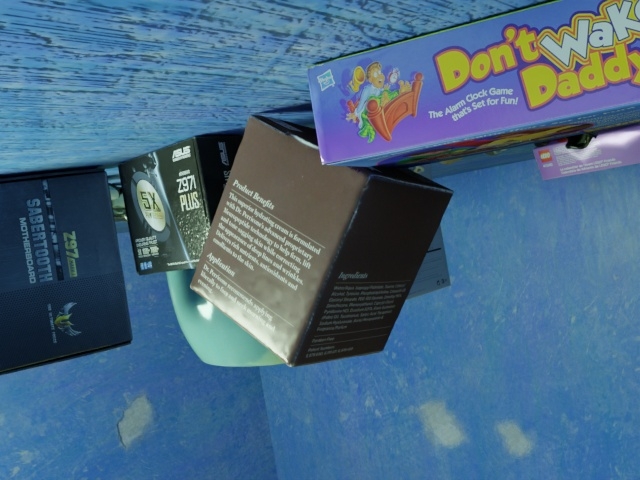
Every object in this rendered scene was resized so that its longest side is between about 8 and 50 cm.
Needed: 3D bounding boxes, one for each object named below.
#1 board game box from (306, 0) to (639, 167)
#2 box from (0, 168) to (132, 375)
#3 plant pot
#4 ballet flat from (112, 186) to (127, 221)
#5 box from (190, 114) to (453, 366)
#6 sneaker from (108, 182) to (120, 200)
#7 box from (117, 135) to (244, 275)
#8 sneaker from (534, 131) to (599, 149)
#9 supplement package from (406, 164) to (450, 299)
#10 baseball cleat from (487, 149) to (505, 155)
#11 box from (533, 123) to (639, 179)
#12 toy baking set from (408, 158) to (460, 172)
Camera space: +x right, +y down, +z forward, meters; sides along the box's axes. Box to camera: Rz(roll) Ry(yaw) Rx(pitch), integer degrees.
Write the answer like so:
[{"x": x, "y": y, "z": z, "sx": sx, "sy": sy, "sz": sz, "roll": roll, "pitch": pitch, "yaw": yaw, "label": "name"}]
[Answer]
[{"x": 0.195, "y": -0.128, "z": 0.568, "sx": 0.346, "sy": 0.078, "sz": 0.233, "roll": -9, "pitch": -178, "yaw": 23, "label": "board game box"}, {"x": -0.345, "y": 0.035, "z": 0.876, "sx": 0.183, "sy": 0.233, "sz": 0.059, "roll": -10, "pitch": -173, "yaw": -31, "label": "box"}, {"x": -0.094, "y": 0.061, "z": 1.062, "sx": 0.292, "sy": 0.235, "sz": 0.293, "roll": -3, "pitch": 179, "yaw": 0, "label": "plant pot"}, {"x": -0.310, "y": -0.063, "z": 1.185, "sx": 0.074, "sy": 0.074, "sz": 0.203, "roll": -9, "pitch": 179, "yaw": 26, "label": "ballet flat"}, {"x": 0.000, "y": 0.000, "z": 0.745, "sx": 0.168, "sy": 0.203, "sz": 0.167, "roll": 33, "pitch": -163, "yaw": 35, "label": "box"}, {"x": -0.383, "y": -0.039, "z": 1.012, "sx": 0.190, "sy": 0.083, "sz": 0.071, "roll": -11, "pitch": 180, "yaw": -16, "label": "sneaker"}, {"x": -0.162, "y": -0.040, "z": 0.865, "sx": 0.077, "sy": 0.148, "sz": 0.180, "roll": -11, "pitch": -177, "yaw": -44, "label": "box"}, {"x": 0.356, "y": -0.164, "z": 0.951, "sx": 0.188, "sy": 0.078, "sz": 0.067, "roll": -12, "pitch": -179, "yaw": -19, "label": "sneaker"}, {"x": 0.130, "y": -0.027, "z": 1.461, "sx": 0.177, "sy": 0.293, "sz": 0.175, "roll": -9, "pitch": -179, "yaw": 45, "label": "supplement package"}, {"x": 0.168, "y": -0.145, "z": 0.872, "sx": 0.109, "sy": 0.072, "sz": 0.205, "roll": 7, "pitch": -175, "yaw": 31, "label": "baseball cleat"}, {"x": 0.488, "y": -0.171, "z": 1.021, "sx": 0.200, "sy": 0.057, "sz": 0.293, "roll": -32, "pitch": -166, "yaw": -35, "label": "box"}, {"x": 0.067, "y": -0.115, "z": 0.970, "sx": 0.256, "sy": 0.030, "sz": 0.197, "roll": -14, "pitch": 164, "yaw": 9, "label": "toy baking set"}]
